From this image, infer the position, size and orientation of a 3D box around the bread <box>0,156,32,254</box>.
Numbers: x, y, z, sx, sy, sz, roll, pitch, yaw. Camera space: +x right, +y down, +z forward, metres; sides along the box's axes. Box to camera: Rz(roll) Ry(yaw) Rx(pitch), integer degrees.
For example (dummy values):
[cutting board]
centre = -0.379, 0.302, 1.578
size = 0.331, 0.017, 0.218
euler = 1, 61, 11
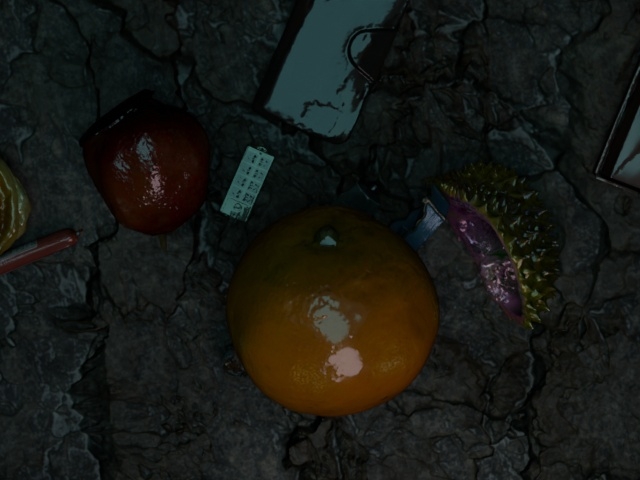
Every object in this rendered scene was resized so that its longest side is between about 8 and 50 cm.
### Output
[bread]
centre = -0.564, -0.039, 1.854
size = 0.236, 0.120, 0.198
euler = -38, 91, 3

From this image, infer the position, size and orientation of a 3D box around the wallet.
[wallet]
centre = 0.026, -0.309, 1.868
size = 0.165, 0.042, 0.309
euler = 23, 98, -4

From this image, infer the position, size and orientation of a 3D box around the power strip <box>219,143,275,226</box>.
[power strip]
centre = -0.116, -0.083, 1.914
size = 0.051, 0.019, 0.136
euler = 24, 98, -8

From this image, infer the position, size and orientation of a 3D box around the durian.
[durian]
centre = 0.292, 0.006, 1.881
size = 0.153, 0.186, 0.260
euler = -29, 112, 9

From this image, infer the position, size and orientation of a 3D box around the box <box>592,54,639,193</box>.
[box]
centre = 0.560, -0.158, 1.890
size = 0.215, 0.086, 0.215
euler = 20, 99, -5

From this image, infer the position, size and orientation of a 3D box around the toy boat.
[toy boat]
centre = 0.119, -0.016, 1.893
size = 0.077, 0.075, 0.185
euler = 36, 126, -8

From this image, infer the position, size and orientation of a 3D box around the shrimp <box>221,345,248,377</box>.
[shrimp]
centre = -0.044, 0.166, 1.935
size = 0.233, 0.079, 0.090
euler = -16, 62, -4

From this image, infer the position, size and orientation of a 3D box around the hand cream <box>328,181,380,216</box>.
[hand cream]
centre = 0.000, 0.000, 1.915
size = 0.248, 0.052, 0.075
euler = -44, 98, 6

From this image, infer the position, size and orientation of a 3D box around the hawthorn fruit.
[hawthorn fruit]
centre = -0.256, -0.095, 1.830
size = 0.189, 0.189, 0.251
euler = -6, 107, -1

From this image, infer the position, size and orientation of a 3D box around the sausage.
[sausage]
centre = -0.485, 0.034, 1.914
size = 0.253, 0.034, 0.034
euler = -22, 100, 3

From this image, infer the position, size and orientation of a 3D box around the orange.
[orange]
centre = 0.016, 0.099, 1.774
size = 0.312, 0.312, 0.312
euler = 0, 100, -2
